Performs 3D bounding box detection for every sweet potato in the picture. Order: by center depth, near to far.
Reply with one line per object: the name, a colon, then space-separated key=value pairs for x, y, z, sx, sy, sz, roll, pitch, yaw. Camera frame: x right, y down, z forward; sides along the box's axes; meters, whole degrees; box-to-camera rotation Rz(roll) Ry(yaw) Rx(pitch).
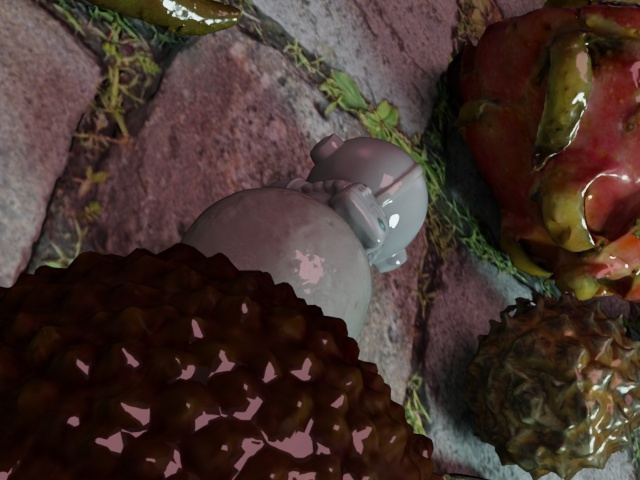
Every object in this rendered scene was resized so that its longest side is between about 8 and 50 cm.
sweet potato: x=-0.181 y=-0.215 z=0.929 sx=0.273 sy=0.067 sz=0.067 roll=21 pitch=52 yaw=-32

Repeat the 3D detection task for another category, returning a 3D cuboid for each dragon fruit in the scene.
dragon fruit: x=0.273 y=-0.069 z=1.189 sx=0.296 sy=0.314 sz=0.263 roll=10 pitch=83 yaw=-21

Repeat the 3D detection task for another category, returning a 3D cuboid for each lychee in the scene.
lychee: x=-0.085 y=0.151 z=0.611 sx=0.330 sy=0.306 sz=0.306 roll=-19 pitch=81 yaw=-28

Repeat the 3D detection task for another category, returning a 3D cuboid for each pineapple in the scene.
pineapple: x=0.214 y=0.123 z=1.080 sx=0.193 sy=0.166 sz=0.166 roll=-6 pitch=71 yaw=-59

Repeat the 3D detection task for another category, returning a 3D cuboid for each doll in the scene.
doll: x=0.000 y=0.000 z=0.928 sx=0.151 sy=0.151 sz=0.287 roll=55 pitch=35 yaw=-6

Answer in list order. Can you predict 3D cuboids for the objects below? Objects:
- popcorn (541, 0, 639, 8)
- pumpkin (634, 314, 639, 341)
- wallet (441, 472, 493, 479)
popcorn: x=0.378 y=-0.240 z=1.432 sx=0.249 sy=0.225 sz=0.249 roll=28 pitch=39 yaw=-25
pumpkin: x=0.389 y=0.110 z=1.252 sx=0.140 sy=0.202 sz=0.202 roll=28 pitch=39 yaw=10
wallet: x=0.137 y=0.303 z=0.971 sx=0.122 sy=0.031 sz=0.232 roll=19 pitch=55 yaw=-45
